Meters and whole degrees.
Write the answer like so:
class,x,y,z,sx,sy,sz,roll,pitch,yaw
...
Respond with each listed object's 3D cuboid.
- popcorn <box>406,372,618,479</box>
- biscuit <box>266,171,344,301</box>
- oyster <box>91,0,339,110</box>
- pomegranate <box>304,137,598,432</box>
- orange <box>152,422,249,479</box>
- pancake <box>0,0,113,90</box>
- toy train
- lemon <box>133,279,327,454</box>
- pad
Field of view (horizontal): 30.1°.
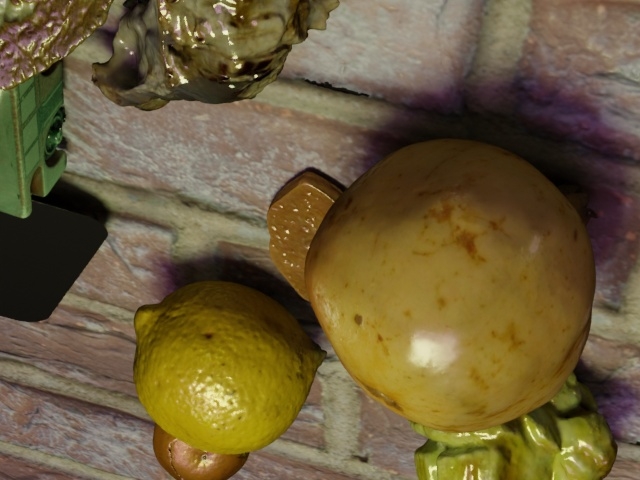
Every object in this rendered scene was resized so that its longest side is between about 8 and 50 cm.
class,x,y,z,sx,sy,sz,roll,pitch,yaw
popcorn,0.250,0.283,1.575,0.276,0.276,0.225,-19,87,37
biscuit,0.000,0.000,1.521,0.142,0.029,0.220,10,136,16
oyster,-0.143,-0.215,1.279,0.198,0.133,0.337,21,162,-39
pomegranate,0.160,0.042,1.312,0.343,0.342,0.342,12,137,12
orange,-0.186,0.304,1.852,0.157,0.134,0.156,-7,113,-17
pancake,-0.321,-0.275,1.247,0.377,0.054,0.197,-33,99,13
toy train,-0.383,-0.176,1.415,0.129,0.159,0.326,16,137,5
lemon,-0.136,0.166,1.609,0.254,0.228,0.228,27,139,6
pad,-0.433,0.010,1.716,0.315,0.063,0.375,19,148,-21
